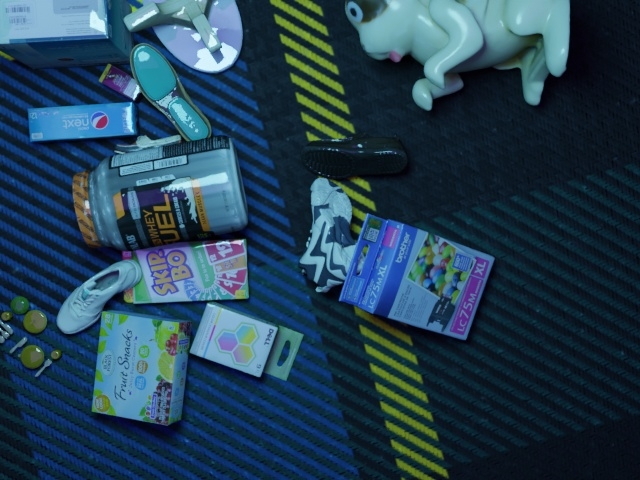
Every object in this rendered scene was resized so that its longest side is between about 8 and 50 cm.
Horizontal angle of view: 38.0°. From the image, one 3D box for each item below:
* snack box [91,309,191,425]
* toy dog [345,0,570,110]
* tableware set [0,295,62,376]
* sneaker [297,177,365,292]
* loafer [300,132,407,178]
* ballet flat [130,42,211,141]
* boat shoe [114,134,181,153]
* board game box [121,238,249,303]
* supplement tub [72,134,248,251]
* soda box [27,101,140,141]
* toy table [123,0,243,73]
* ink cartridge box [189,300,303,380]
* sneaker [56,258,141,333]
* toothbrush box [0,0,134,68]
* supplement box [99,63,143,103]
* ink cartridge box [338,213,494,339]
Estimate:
[{"bbox_3d":[-0.360,0.253,1.873,0.174,0.070,0.207,7,90,16],"label":"snack box"},{"bbox_3d":[0.252,-0.451,1.793,0.407,0.284,0.395,3,91,0],"label":"toy dog"},{"bbox_3d":[-0.596,0.194,1.910,0.154,0.024,0.104,45,87,-1],"label":"tableware set"},{"bbox_3d":[0.000,0.000,1.889,0.153,0.094,0.235,-44,56,38],"label":"sneaker"},{"bbox_3d":[0.069,-0.177,1.902,0.220,0.078,0.080,3,134,6],"label":"loafer"},{"bbox_3d":[-0.305,-0.288,1.864,0.080,0.073,0.232,-34,104,-5],"label":"ballet flat"},{"bbox_3d":[-0.350,-0.194,1.891,0.137,0.049,0.043,-1,103,-7],"label":"boat shoe"},{"bbox_3d":[-0.279,0.063,1.911,0.259,0.039,0.124,-3,91,1],"label":"board game box"},{"bbox_3d":[-0.310,-0.087,1.825,0.316,0.193,0.194,-11,92,-1],"label":"supplement tub"},{"bbox_3d":[-0.475,-0.237,1.875,0.210,0.071,0.067,-3,92,-2],"label":"soda box"},{"bbox_3d":[-0.259,-0.469,1.833,0.252,0.161,0.274,-42,91,0],"label":"toy table"},{"bbox_3d":[-0.150,0.210,1.903,0.209,0.062,0.109,20,91,-2],"label":"ink cartridge box"},{"bbox_3d":[-0.461,0.110,1.863,0.212,0.094,0.080,-41,83,10],"label":"sneaker"},{"bbox_3d":[-0.483,-0.410,1.759,0.216,0.295,0.126,-3,93,-3],"label":"toothbrush box"},{"bbox_3d":[-0.399,-0.317,1.884,0.083,0.055,0.043,30,90,-3],"label":"supplement box"},{"bbox_3d":[0.195,0.075,1.838,0.311,0.065,0.186,19,91,-32],"label":"ink cartridge box"}]
